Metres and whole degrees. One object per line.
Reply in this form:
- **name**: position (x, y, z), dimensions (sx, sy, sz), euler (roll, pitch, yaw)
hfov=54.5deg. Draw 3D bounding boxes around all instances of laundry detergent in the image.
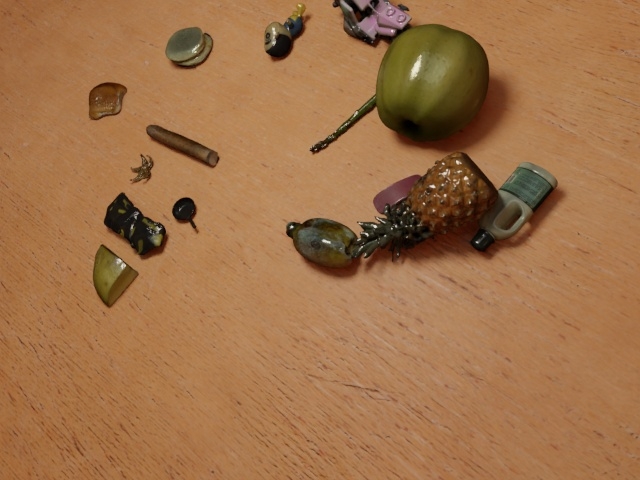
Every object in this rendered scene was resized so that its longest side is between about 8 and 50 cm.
- **laundry detergent**: position (0.414, -0.067, 1.369), dimensions (0.099, 0.070, 0.226), euler (38, 82, 32)

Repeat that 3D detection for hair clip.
- **hair clip**: position (0.191, -0.115, 1.498), dimensions (0.137, 0.022, 0.054), euler (-28, 58, 6)

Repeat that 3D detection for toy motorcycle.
- **toy motorcycle**: position (0.123, -0.625, 1.658), dimensions (0.143, 0.188, 0.327), euler (-47, 61, 0)

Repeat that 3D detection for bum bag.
- **bum bag**: position (-0.506, -0.041, 1.690), dimensions (0.232, 0.060, 0.107), euler (37, 91, 31)

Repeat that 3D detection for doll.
- **doll**: position (-0.108, -0.604, 1.793), dimensions (0.088, 0.102, 0.179), euler (31, 75, -12)

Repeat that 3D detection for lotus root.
- **lotus root**: position (0.000, 0.000, 1.477), dimensions (0.191, 0.088, 0.113), euler (19, 58, 27)

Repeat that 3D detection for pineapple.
- **pineapple**: position (0.218, -0.051, 1.382), dimensions (0.340, 0.169, 0.169), euler (-37, 58, 22)

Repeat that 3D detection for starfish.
- **starfish**: position (-0.513, -0.204, 1.785), dimensions (0.078, 0.028, 0.091), euler (33, 83, 34)

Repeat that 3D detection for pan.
- **pan**: position (-0.355, -0.067, 1.667), dimensions (0.068, 0.023, 0.115), euler (-36, 57, 0)

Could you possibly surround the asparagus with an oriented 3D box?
- **asparagus**: position (0.071, -0.308, 1.627), dimensions (0.248, 0.024, 0.025), euler (-40, 53, 0)

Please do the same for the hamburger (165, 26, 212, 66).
- **hamburger**: position (-0.405, -0.591, 1.903), dimensions (0.139, 0.062, 0.133), euler (-7, 61, 19)

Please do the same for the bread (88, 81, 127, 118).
- **bread**: position (-0.673, -0.444, 1.942), dimensions (0.128, 0.044, 0.126), euler (-6, 66, 14)

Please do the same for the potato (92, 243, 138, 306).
- **potato**: position (-0.578, 0.084, 1.647), dimensions (0.149, 0.081, 0.120), euler (32, 78, 28)

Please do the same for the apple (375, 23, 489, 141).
- **apple**: position (0.265, -0.374, 1.478), dimensions (0.278, 0.279, 0.279), euler (-8, 64, 16)

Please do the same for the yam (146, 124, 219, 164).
- **yam**: position (-0.395, -0.275, 1.765), dimensions (0.263, 0.046, 0.046), euler (27, 78, 27)
